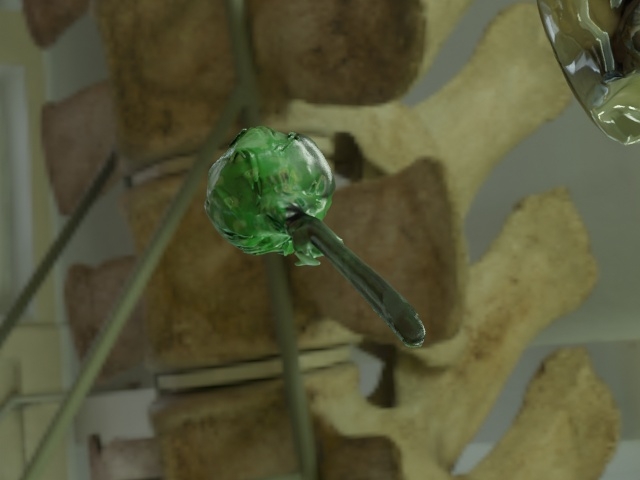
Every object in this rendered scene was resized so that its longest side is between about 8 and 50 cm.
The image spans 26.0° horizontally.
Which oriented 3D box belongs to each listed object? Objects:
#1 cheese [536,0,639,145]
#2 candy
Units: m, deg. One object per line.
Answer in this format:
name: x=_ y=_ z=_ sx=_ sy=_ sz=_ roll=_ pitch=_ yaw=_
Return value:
cheese: x=0.116 y=-0.152 z=0.332 sx=0.163 sy=0.071 sz=0.249 roll=145 pitch=-45 yaw=-59
candy: x=-0.002 y=0.001 z=0.911 sx=0.323 sy=0.097 sz=0.097 roll=-136 pitch=-128 yaw=-63
